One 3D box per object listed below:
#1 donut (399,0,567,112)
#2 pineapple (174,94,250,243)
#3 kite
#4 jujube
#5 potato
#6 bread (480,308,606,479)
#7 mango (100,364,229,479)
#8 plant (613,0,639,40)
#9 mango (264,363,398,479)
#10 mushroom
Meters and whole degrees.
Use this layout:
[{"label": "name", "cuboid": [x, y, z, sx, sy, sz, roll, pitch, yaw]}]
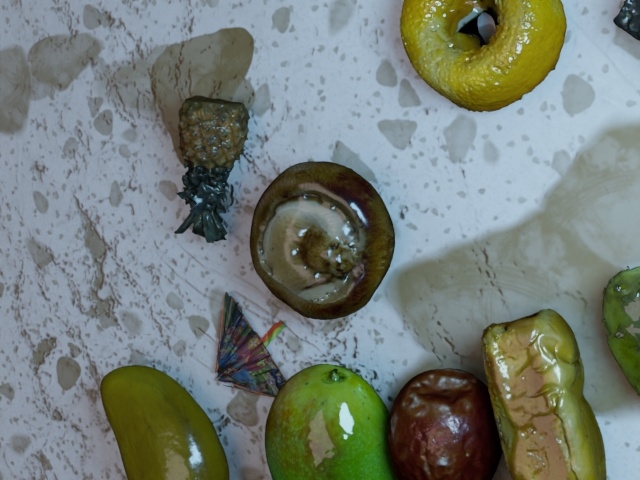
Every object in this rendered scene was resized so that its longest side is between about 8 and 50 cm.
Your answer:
[{"label": "donut", "cuboid": [0.228, -0.311, 1.431, 0.253, 0.118, 0.253, -5, 83, 40]}, {"label": "pineapple", "cuboid": [-0.189, -0.119, 1.695, 0.128, 0.128, 0.248, 17, 109, 27]}, {"label": "kite", "cuboid": [-0.117, 0.207, 1.755, 0.183, 0.014, 0.241, -45, 74, 24]}, {"label": "jujube", "cuboid": [0.186, 0.318, 1.497, 0.190, 0.190, 0.255, 21, 123, 26]}, {"label": "potato", "cuboid": [0.460, 0.142, 1.364, 0.117, 0.090, 0.225, -20, 93, 25]}, {"label": "bread", "cuboid": [0.319, 0.248, 1.414, 0.132, 0.167, 0.294, -12, 86, 23]}, {"label": "mango", "cuboid": [-0.277, 0.366, 1.798, 0.195, 0.142, 0.331, -31, 78, 25]}, {"label": "plant", "cuboid": [0.446, -0.317, 1.279, 0.131, 0.142, 0.203, -46, 62, 35]}, {"label": "mango", "cuboid": [0.028, 0.376, 1.590, 0.225, 0.201, 0.382, 0, 110, 38]}, {"label": "mushroom", "cuboid": [0.000, 0.000, 1.576, 0.253, 0.153, 0.253, 5, 101, 28]}]
